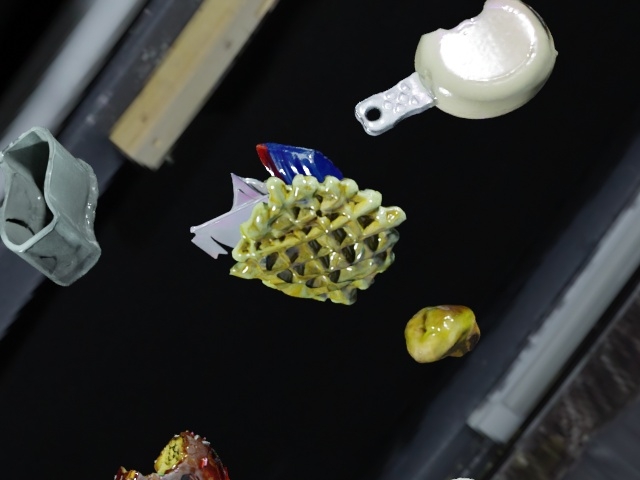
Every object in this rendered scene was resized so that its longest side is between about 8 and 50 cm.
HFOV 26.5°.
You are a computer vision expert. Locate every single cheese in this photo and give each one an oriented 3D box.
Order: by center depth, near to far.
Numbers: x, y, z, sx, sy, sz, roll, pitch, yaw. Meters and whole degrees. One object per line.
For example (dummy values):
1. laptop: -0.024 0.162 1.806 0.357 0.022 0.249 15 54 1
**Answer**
1. cheese: 0.177 -0.225 1.848 0.286 0.163 0.082 -25 -22 -10

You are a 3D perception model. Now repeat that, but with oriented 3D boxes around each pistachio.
1. pistachio: 0.214 0.160 2.428 0.189 0.110 0.100 -11 -66 -54

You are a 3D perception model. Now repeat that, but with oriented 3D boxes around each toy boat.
1. toy boat: -0.065 -0.027 2.162 0.318 0.219 0.072 -50 12 42

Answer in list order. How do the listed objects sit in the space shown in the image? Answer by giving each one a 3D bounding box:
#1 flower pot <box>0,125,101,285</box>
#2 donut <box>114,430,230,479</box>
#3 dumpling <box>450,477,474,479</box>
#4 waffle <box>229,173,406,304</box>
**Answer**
1. flower pot: -0.380 -0.049 1.914 0.103 0.229 0.108 -29 -44 16
2. donut: -0.259 0.455 2.374 0.096 0.216 0.230 -19 20 44
3. dumpling: 0.213 0.426 2.052 0.169 0.100 0.134 -33 -52 -4
4. waffle: 0.001 0.001 1.866 0.224 0.054 0.204 15 -58 -19
